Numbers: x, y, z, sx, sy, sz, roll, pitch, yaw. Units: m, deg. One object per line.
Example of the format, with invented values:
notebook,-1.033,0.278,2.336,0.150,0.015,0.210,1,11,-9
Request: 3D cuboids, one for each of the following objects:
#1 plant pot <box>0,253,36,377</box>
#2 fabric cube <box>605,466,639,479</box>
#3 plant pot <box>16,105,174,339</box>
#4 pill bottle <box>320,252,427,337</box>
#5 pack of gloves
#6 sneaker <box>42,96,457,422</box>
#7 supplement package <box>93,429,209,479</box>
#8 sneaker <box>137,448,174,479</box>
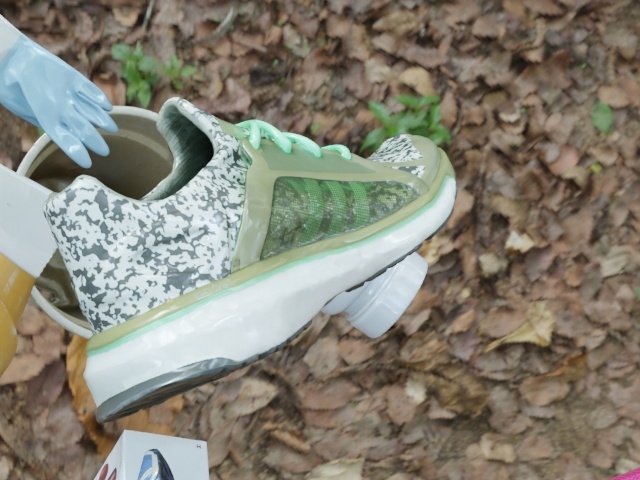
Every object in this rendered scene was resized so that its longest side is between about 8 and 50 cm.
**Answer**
plant pot,-0.435,0.059,1.303,0.205,0.205,0.188,29,43,-3
fabric cube,0.226,0.229,0.502,0.254,0.258,0.259,15,52,-53
plant pot,-0.341,-0.009,1.622,0.334,0.305,0.334,3,83,-31
pill bottle,0.000,0.000,1.511,0.283,0.161,0.161,36,67,-8
pack of gloves,-0.321,-0.106,1.034,0.232,0.046,0.195,37,71,-27
sneaker,-0.038,-0.037,0.797,0.410,0.158,0.182,-35,100,-51
supplement package,-0.287,0.454,1.785,0.149,0.203,0.194,14,43,-24
sneaker,-0.253,0.395,1.562,0.081,0.080,0.211,-14,46,8
